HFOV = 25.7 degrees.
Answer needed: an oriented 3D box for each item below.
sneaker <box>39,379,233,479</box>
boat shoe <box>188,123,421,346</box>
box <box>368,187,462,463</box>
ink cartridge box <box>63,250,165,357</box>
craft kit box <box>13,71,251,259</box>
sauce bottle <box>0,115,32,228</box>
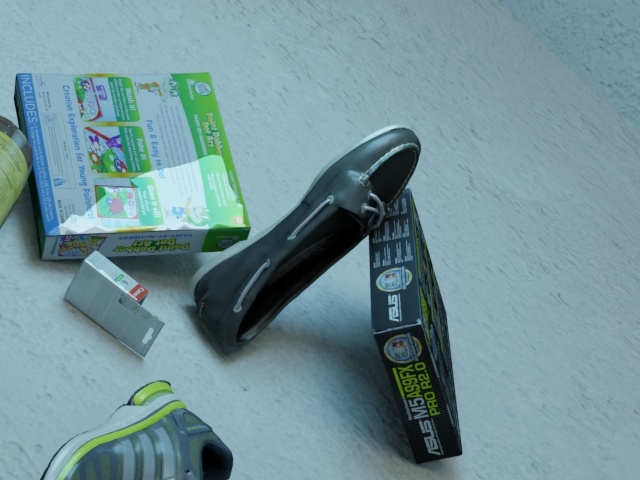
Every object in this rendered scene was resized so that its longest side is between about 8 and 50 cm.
[{"bbox_3d":[-0.179,0.235,1.323,0.121,0.111,0.300,29,32,13],"label":"sneaker"},{"bbox_3d":[0.000,0.000,1.653,0.095,0.335,0.112,51,-1,36],"label":"boat shoe"},{"bbox_3d":[0.112,0.100,1.707,0.060,0.216,0.270,-13,36,10],"label":"box"},{"bbox_3d":[-0.224,0.071,1.562,0.115,0.063,0.029,37,34,4],"label":"ink cartridge box"},{"bbox_3d":[-0.229,-0.095,1.691,0.246,0.061,0.250,-4,56,-19],"label":"craft kit box"},{"bbox_3d":[-0.400,-0.012,1.471,0.111,0.111,0.344,29,33,-9],"label":"sauce bottle"}]
